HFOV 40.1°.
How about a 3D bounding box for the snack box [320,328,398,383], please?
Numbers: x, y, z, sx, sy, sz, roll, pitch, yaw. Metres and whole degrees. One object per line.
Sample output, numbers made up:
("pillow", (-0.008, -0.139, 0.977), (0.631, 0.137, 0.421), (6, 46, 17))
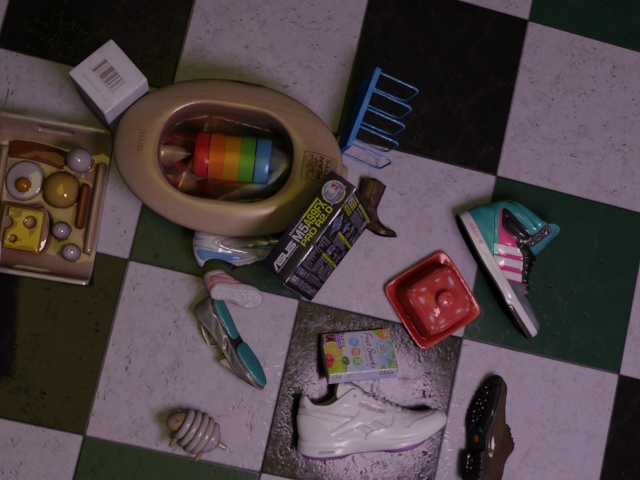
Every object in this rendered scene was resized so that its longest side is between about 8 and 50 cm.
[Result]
("snack box", (0.076, 0.231, 1.756), (0.141, 0.037, 0.100), (-4, 49, -8))

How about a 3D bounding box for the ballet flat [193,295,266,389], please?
("ballet flat", (-0.182, 0.210, 1.740), (0.068, 0.072, 0.213), (-30, 89, 18))

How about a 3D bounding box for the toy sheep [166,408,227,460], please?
("toy sheep", (-0.240, 0.375, 1.702), (0.132, 0.091, 0.091), (31, 81, -18))

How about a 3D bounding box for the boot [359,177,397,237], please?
("boot", (0.122, -0.070, 1.816), (0.106, 0.037, 0.114), (18, 79, -4))

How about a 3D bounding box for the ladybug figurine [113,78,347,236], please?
("ladybug figurine", (-0.172, -0.151, 1.712), (0.449, 0.162, 0.305), (11, 80, -6))

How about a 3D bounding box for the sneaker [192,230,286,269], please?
("sneaker", (-0.137, 0.015, 1.755), (0.237, 0.085, 0.086), (1, 113, -12))

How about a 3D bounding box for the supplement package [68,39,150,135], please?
("supplement package", (-0.399, -0.289, 1.684), (0.105, 0.179, 0.105), (-42, 89, -10))

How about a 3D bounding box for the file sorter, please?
("file sorter", (0.116, -0.243, 1.788), (0.104, 0.118, 0.170), (23, 82, -9))

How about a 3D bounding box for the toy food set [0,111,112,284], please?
("toy food set", (-0.535, -0.080, 1.692), (0.219, 0.092, 0.306), (9, 84, -8))

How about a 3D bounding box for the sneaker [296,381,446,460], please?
("sneaker", (0.101, 0.346, 1.736), (0.305, 0.114, 0.152), (-5, 85, -9))

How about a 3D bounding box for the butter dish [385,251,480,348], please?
("butter dish", (0.239, 0.120, 1.774), (0.160, 0.118, 0.160), (-31, 90, -9))

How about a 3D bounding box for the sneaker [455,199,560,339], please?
("sneaker", (0.423, 0.039, 1.811), (0.178, 0.124, 0.295), (-28, 88, 0))

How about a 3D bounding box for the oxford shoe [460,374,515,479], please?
("oxford shoe", (0.353, 0.390, 1.797), (0.096, 0.083, 0.227), (16, 83, -26))

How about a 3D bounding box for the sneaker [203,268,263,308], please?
("sneaker", (-0.176, 0.092, 1.743), (0.134, 0.070, 0.051), (19, 110, -44))

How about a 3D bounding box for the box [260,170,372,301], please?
("box", (0.000, 0.000, 1.662), (0.060, 0.270, 0.216), (36, 88, 14))
